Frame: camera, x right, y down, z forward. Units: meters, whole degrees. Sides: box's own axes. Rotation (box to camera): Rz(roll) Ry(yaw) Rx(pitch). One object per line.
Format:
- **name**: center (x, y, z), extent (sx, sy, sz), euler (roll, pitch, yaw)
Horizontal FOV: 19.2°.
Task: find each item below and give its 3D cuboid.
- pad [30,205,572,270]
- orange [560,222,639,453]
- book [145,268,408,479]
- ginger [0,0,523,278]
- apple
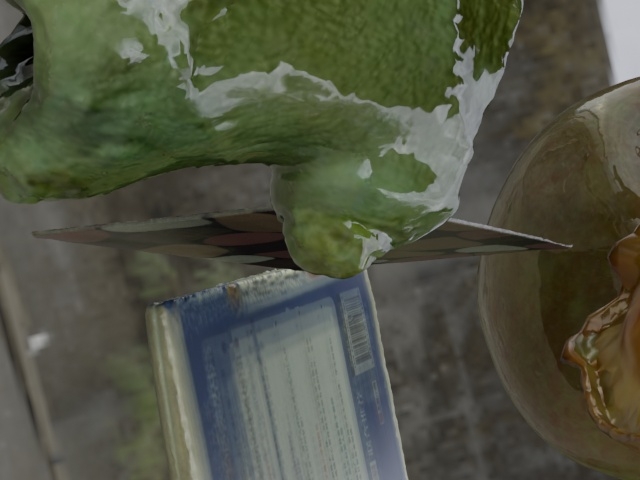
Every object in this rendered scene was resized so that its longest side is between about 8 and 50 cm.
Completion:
- **pad**: center (0.000, 0.000, 0.862), extent (0.235, 0.158, 0.003), euler (9, 77, -61)
- **orange**: center (0.193, -0.076, 0.385), extent (0.274, 0.274, 0.310), euler (-112, -156, -64)
- **book**: center (-0.009, 0.127, 1.016), extent (0.322, 0.018, 0.228), euler (-10, 89, -71)
- **ginger**: center (-0.064, -0.087, 0.460), extent (0.290, 0.137, 0.089), euler (39, 10, -33)
- **apple**: center (0.229, 0.021, 1.229), extent (0.234, 0.256, 0.257), euler (89, -13, -55)
